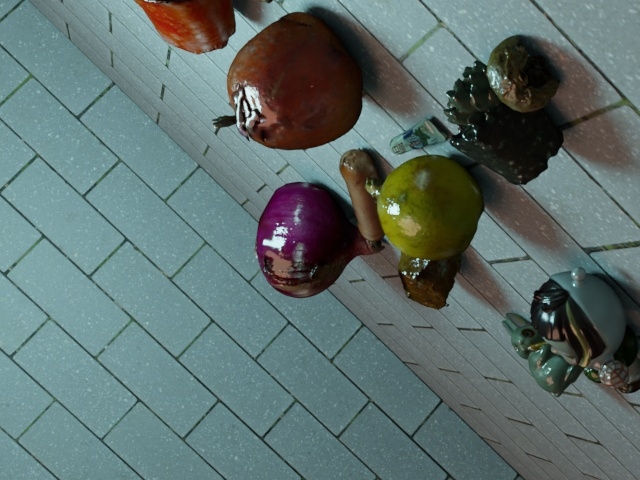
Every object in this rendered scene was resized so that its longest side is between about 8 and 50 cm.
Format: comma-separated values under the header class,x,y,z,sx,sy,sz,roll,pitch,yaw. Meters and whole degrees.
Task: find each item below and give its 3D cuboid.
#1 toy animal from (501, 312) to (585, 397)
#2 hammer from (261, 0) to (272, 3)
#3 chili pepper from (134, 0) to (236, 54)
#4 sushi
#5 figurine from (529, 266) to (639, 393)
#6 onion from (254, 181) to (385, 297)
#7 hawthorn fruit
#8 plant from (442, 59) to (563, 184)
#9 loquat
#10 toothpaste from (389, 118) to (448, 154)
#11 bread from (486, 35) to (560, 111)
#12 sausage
class,x,y,z,sx,sy,sz,roll,pitch,yaw
toy animal,0.529,0.276,2.127,0.236,0.138,0.108,33,-162,26
hammer,-0.227,-0.561,1.539,0.408,0.242,0.095,34,172,-33
chili pepper,-0.308,-0.526,1.811,0.251,0.229,0.305,24,164,8
sushi,0.273,0.065,2.187,0.166,0.179,0.296,17,159,27
figurine,0.539,0.185,1.705,0.370,0.167,0.281,42,-171,-38
onion,0.000,0.000,2.561,0.385,0.348,0.348,2,159,6
hawthorn fruit,-0.077,-0.292,1.705,0.276,0.307,0.276,55,170,14
plant,0.274,-0.183,1.342,0.194,0.129,0.132,42,168,-10
loquat,0.202,-0.071,1.728,0.246,0.213,0.213,20,165,5
toothpaste,0.190,-0.207,1.754,0.060,0.038,0.233,43,165,-10
bread,0.289,-0.234,1.239,0.113,0.082,0.060,42,166,-10
sausage,0.118,-0.110,2.192,0.094,0.094,0.419,7,156,15
